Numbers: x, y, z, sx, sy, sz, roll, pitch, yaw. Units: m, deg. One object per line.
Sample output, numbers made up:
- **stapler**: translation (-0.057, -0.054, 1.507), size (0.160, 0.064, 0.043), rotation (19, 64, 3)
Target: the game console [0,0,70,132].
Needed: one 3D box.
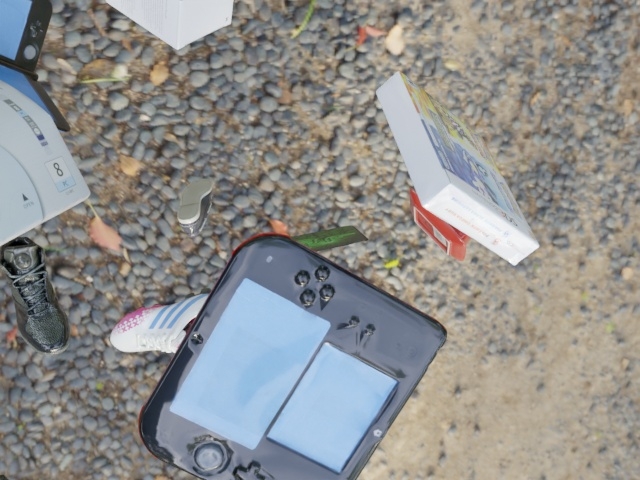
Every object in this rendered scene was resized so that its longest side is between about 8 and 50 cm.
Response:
- **game console**: translation (-0.584, -0.367, 1.337), size (0.293, 0.173, 0.250), rotation (11, 98, -70)

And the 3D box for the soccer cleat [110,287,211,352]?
- **soccer cleat**: translation (-0.390, 0.230, 1.800), size (0.331, 0.143, 0.116), rotation (-22, 134, 13)

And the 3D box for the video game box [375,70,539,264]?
- **video game box**: translation (0.164, -0.088, 0.866), size (0.048, 0.205, 0.187), rotation (-38, 135, 25)

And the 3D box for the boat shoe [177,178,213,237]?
- **boat shoe**: translation (-0.308, -0.083, 1.780), size (0.075, 0.206, 0.065), rotation (-5, 124, 8)

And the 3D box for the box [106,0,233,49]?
- **box**: translation (-0.245, -0.409, 1.165), size (0.130, 0.170, 0.091), rotation (-41, 158, -38)

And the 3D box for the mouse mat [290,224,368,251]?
- **mouse mat**: translation (0.000, 0.000, 1.589), size (0.189, 0.152, 0.007), rotation (-13, 106, -10)

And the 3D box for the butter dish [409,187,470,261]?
- **butter dish**: translation (0.262, -0.056, 1.419), size (0.118, 0.160, 0.160), rotation (-40, 163, -4)

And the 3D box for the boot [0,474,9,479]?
- **boot**: translation (-0.499, 0.470, 1.072), size (0.137, 0.077, 0.198), rotation (-21, 82, -38)

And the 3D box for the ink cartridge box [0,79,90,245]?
- **ink cartridge box**: translation (-0.516, -0.179, 1.003), size (0.091, 0.308, 0.385), rotation (-18, 105, 20)

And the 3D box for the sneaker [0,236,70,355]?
- **sneaker**: translation (-0.508, 0.090, 1.257), size (0.087, 0.130, 0.228), rotation (-18, 68, -17)

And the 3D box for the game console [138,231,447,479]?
- **game console**: translation (-0.046, 0.212, 1.059), size (0.342, 0.060, 0.387), rotation (30, 99, -7)
